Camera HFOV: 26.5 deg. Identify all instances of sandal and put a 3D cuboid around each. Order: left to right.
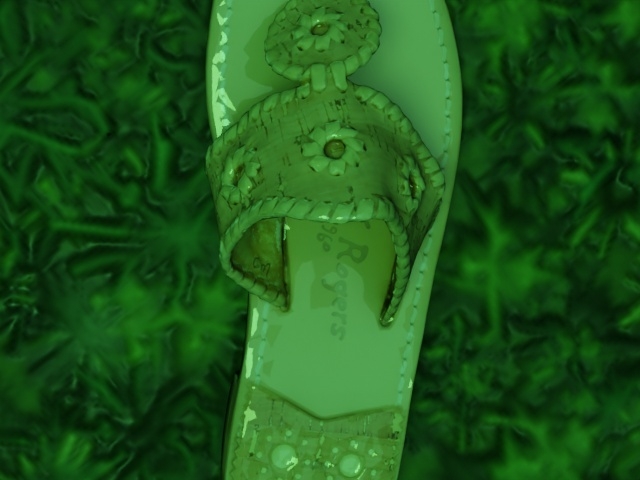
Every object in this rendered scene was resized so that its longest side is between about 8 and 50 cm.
[{"bbox_3d":[0.007,0.000,0.430,0.088,0.079,0.240,2,97,-8],"label":"sandal"}]
